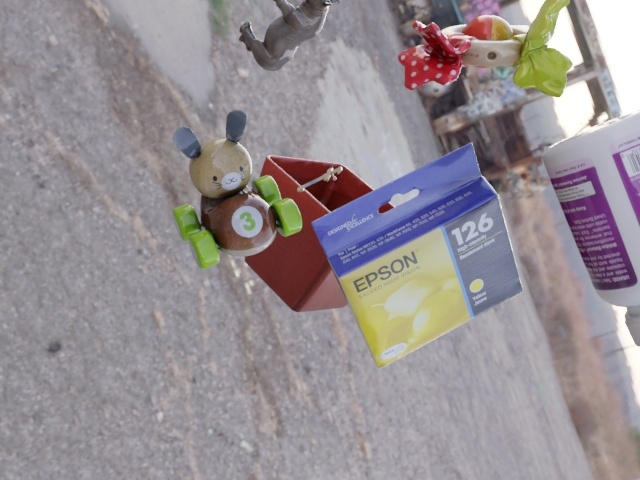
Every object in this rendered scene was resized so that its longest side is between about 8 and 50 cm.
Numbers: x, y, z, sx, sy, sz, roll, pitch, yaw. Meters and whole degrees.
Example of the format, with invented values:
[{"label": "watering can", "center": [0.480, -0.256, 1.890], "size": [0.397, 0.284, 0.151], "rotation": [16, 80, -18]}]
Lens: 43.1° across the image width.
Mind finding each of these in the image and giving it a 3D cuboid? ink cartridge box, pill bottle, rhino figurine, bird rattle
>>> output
[{"label": "ink cartridge box", "center": [0.177, 0.034, 1.387], "size": [0.307, 0.304, 0.072], "rotation": [65, -4, -36]}, {"label": "pill bottle", "center": [0.432, -0.015, 1.101], "size": [0.301, 0.169, 0.169], "rotation": [68, 15, -2]}, {"label": "rhino figurine", "center": [-0.050, -0.416, 1.518], "size": [0.106, 0.243, 0.073], "rotation": [53, 29, 2]}, {"label": "bird rattle", "center": [0.245, -0.283, 1.218], "size": [0.207, 0.254, 0.143], "rotation": [-75, 157, -67]}]

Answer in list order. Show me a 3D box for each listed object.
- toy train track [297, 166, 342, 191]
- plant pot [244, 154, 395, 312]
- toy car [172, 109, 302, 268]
[{"label": "toy train track", "center": [0.001, -0.097, 1.326], "size": [0.014, 0.083, 0.048], "rotation": [59, 21, -18]}, {"label": "plant pot", "center": [0.000, 0.000, 1.686], "size": [0.267, 0.235, 0.267], "rotation": [43, 25, 29]}, {"label": "toy car", "center": [-0.129, -0.084, 1.113], "size": [0.149, 0.155, 0.188], "rotation": [48, -25, 49]}]
